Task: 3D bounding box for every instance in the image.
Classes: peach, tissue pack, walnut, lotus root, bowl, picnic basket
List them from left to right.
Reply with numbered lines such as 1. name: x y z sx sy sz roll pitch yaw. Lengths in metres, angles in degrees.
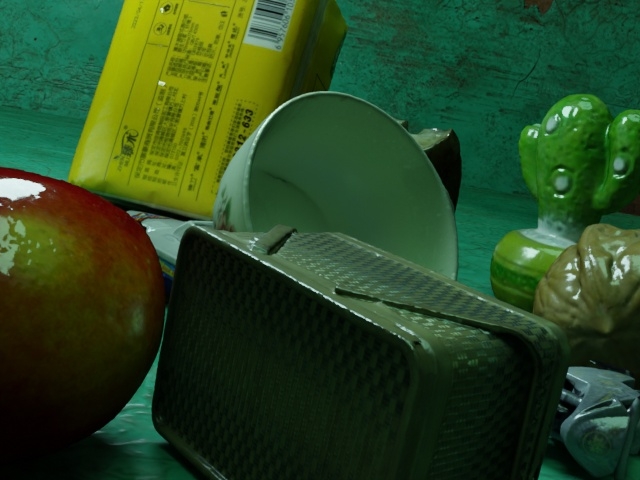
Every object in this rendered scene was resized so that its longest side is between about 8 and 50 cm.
1. peach: -0.209 0.044 0.540 0.196 0.190 0.226 -2 11 39
2. tissue pack: -0.155 -0.200 1.204 0.293 0.382 0.228 13 -10 12
3. bowl: 0.000 0.000 0.855 0.277 0.277 0.145 0 -16 -42
4. picnic basket: 0.015 0.096 0.553 0.139 0.165 0.267 1 16 -41
5. lotus root: 0.056 -0.028 1.079 0.210 0.314 0.142 23 56 10
6. walnut: 0.325 0.077 0.892 0.213 0.213 0.213 10 12 -2

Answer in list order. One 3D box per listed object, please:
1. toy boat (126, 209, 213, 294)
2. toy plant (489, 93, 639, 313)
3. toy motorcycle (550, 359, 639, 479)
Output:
1. toy boat: -0.164 0.008 0.991 0.129 0.088 0.295 1 16 -39
2. toy plant: 0.361 -0.053 1.206 0.184 0.316 0.224 3 16 -32
3. toy motorcycle: 0.266 0.155 0.717 0.215 0.080 0.122 11 11 -21
